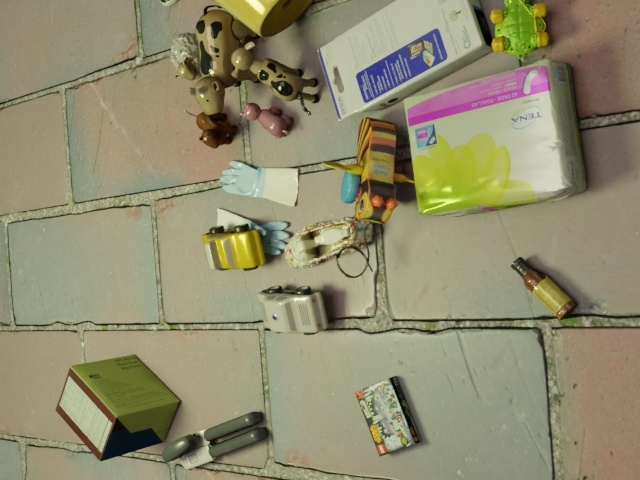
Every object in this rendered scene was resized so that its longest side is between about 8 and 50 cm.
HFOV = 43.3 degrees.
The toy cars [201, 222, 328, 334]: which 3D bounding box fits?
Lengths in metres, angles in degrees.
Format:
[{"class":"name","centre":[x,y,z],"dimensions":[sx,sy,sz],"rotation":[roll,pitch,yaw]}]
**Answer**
[{"class":"toy cars","centre":[-0.145,0.089,1.736],"dimensions":[0.394,0.087,0.176],"rotation":[43,133,26]}]

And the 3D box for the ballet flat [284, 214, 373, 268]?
[{"class":"ballet flat","centre":[0.000,0.000,1.653],"dimensions":[0.241,0.077,0.091],"rotation":[-23,80,36]}]

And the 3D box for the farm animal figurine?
[{"class":"farm animal figurine","centre":[-0.193,-0.355,1.723],"dimensions":[0.330,0.172,0.326],"rotation":[-24,77,36]}]

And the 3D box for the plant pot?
[{"class":"plant pot","centre":[-0.137,-0.558,1.644],"dimensions":[0.239,0.254,0.254],"rotation":[49,120,7]}]

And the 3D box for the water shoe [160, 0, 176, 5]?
[{"class":"water shoe","centre":[-0.351,-0.653,1.889],"dimensions":[0.073,0.080,0.203],"rotation":[38,114,30]}]

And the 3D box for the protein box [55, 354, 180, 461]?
[{"class":"protein box","centre":[-0.496,0.403,1.973],"dimensions":[0.201,0.200,0.136],"rotation":[36,113,31]}]

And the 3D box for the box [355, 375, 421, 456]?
[{"class":"box","centre":[0.133,0.348,1.597],"dimensions":[0.094,0.027,0.137],"rotation":[-32,74,35]}]

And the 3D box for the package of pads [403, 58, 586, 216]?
[{"class":"package of pads","centre":[0.298,-0.165,1.401],"dimensions":[0.297,0.101,0.229],"rotation":[-10,85,38]}]

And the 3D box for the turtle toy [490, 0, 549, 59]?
[{"class":"turtle toy","centre":[0.340,-0.373,1.381],"dimensions":[0.095,0.066,0.130],"rotation":[-3,87,14]}]

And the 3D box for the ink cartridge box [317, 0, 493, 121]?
[{"class":"ink cartridge box","centre":[0.154,-0.362,1.527],"dimensions":[0.333,0.065,0.165],"rotation":[-22,79,35]}]

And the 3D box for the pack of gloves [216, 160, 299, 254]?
[{"class":"pack of gloves","centre":[-0.157,-0.074,1.790],"dimensions":[0.232,0.046,0.195],"rotation":[11,100,36]}]

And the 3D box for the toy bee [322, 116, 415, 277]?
[{"class":"toy bee","centre":[0.112,-0.094,1.500],"dimensions":[0.162,0.195,0.298],"rotation":[157,100,-74]}]

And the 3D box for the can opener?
[{"class":"can opener","centre":[-0.252,0.467,1.855],"dimensions":[0.283,0.095,0.076],"rotation":[-29,76,35]}]

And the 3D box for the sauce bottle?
[{"class":"sauce bottle","centre":[0.381,0.079,1.386],"dimensions":[0.128,0.042,0.042],"rotation":[49,119,24]}]
